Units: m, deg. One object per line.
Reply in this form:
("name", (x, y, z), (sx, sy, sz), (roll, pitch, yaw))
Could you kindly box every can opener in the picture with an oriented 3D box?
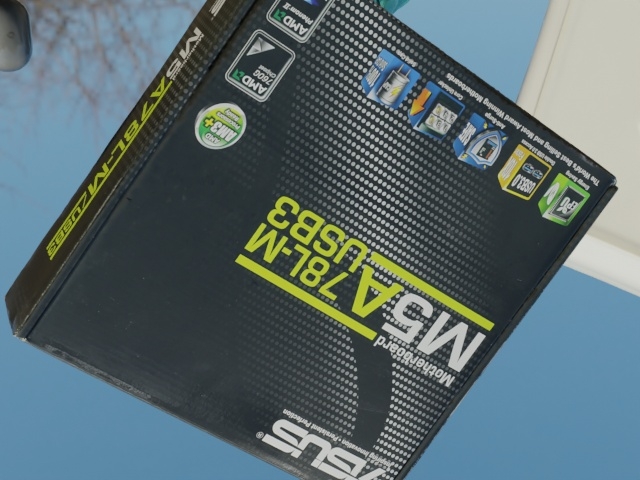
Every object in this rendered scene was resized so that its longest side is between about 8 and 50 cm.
("can opener", (-0.256, -0.165, 0.970), (0.076, 0.095, 0.283), (-6, -171, -20))

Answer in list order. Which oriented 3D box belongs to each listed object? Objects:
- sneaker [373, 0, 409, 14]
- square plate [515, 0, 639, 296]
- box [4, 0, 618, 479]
("sneaker", (-0.068, -0.226, 1.038), (0.295, 0.124, 0.178), (23, -140, -3))
("square plate", (0.288, -0.106, 0.978), (0.344, 0.347, 0.049), (27, -160, 33))
("box", (0.000, 0.000, 0.578), (0.190, 0.184, 0.045), (32, -173, -28))
